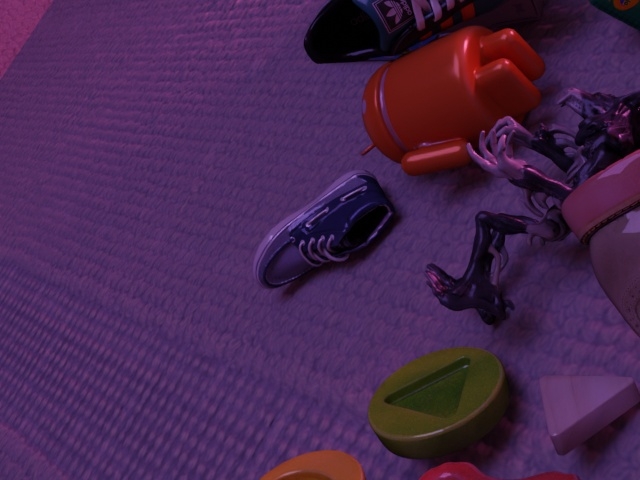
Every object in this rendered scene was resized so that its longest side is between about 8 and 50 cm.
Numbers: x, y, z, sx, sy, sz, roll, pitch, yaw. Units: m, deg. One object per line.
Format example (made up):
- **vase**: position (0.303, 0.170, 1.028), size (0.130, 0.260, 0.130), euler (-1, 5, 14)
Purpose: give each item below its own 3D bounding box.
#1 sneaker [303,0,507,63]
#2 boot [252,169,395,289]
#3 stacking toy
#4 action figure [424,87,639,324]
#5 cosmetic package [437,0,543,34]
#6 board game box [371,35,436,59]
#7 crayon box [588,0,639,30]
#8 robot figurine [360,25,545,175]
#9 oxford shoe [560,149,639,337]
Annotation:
- **sneaker**: position (0.111, -0.264, 1.180), size (0.302, 0.108, 0.121), euler (-23, 15, 35)
- **boot**: position (0.000, 0.000, 1.262), size (0.190, 0.069, 0.086), euler (-45, 31, 9)
- **stacking toy**: position (0.118, 0.230, 0.914), size (0.309, 0.130, 0.279), euler (3, 36, 49)
- **action figure**: position (0.198, -0.056, 0.991), size (0.275, 0.141, 0.164), euler (-51, -12, 13)
- **cosmetic package**: position (0.202, -0.408, 1.329), size (0.160, 0.113, 0.309), euler (-3, 54, 29)
- **board game box**: position (0.099, -0.318, 1.472), size (0.211, 0.039, 0.160), euler (14, 70, 54)
- **crayon box**: position (0.363, -0.365, 1.092), size (0.165, 0.081, 0.278), euler (-47, 22, 56)
- **robot figurine**: position (0.135, -0.154, 1.189), size (0.219, 0.128, 0.158), euler (-17, 86, 42)
- **oxford shoe**: position (0.389, -0.051, 0.813), size (0.397, 0.140, 0.146), euler (-29, 72, 24)
